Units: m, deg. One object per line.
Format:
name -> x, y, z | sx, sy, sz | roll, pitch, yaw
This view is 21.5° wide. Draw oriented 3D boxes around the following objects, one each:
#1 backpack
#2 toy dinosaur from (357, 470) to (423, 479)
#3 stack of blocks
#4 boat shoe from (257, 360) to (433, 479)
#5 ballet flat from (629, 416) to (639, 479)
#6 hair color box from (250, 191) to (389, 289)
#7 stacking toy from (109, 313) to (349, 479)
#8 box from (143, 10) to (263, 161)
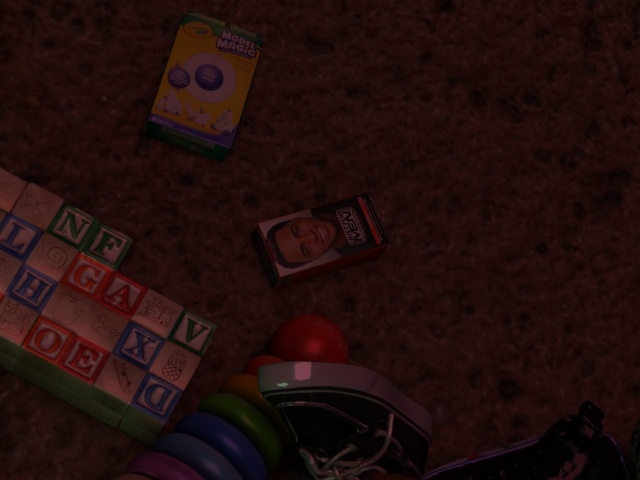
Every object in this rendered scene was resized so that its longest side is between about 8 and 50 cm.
backpack -> 0.196, 0.335, 1.745 | 0.263, 0.213, 0.277 | -7, 62, -13
toy dinosaur -> 0.024, 0.292, 1.657 | 0.295, 0.200, 0.127 | -33, 105, 11
stack of blocks -> -0.265, 0.070, 1.803 | 0.297, 0.087, 0.171 | 29, 62, -2
boat shoe -> 0.028, 0.202, 1.740 | 0.113, 0.306, 0.105 | -5, 68, 22
ballet flat -> 0.427, 0.392, 1.713 | 0.483, 0.164, 0.182 | 66, 23, -17
hair color box -> 0.000, 0.000, 1.934 | 0.141, 0.043, 0.072 | -18, 73, -21
stacking toy -> -0.078, 0.201, 1.779 | 0.141, 0.141, 0.330 | 41, 58, 4
box -> -0.133, -0.190, 1.983 | 0.105, 0.043, 0.179 | 18, 61, -8
